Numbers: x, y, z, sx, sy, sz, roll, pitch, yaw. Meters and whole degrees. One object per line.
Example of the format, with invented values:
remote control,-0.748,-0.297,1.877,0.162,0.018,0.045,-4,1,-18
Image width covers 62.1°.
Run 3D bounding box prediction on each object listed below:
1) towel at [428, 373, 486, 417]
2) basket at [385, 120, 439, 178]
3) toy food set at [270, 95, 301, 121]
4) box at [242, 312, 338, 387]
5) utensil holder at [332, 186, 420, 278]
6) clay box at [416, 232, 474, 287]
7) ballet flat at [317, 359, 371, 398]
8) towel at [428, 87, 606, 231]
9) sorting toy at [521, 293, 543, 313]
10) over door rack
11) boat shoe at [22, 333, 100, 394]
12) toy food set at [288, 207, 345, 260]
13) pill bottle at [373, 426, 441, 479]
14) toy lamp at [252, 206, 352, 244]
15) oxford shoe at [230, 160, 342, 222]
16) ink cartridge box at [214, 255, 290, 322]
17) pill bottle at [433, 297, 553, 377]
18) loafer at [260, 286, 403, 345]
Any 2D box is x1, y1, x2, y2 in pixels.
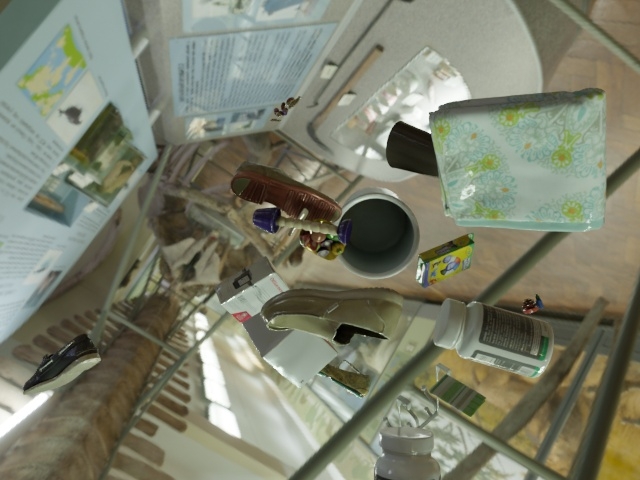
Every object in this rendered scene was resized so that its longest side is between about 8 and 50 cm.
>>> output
towel,0.439,0.499,1.705,0.152,0.113,0.023,28,127,33
basket,0.369,-0.304,1.873,0.227,0.154,0.204,25,162,29
toy food set,-0.127,-0.463,1.846,0.078,0.122,0.019,16,153,47
box,-0.131,0.268,1.714,0.215,0.168,0.345,50,177,-39
utensil holder,0.217,-0.047,2.144,0.328,0.327,0.385,32,-169,-2
clay box,0.430,0.065,1.782,0.127,0.222,0.053,84,159,-44
ballet flat,0.050,0.531,2.195,0.349,0.123,0.123,22,167,19
towel,0.450,-0.173,1.230,0.375,0.090,0.320,3,128,32
sorting toy,0.615,0.182,1.552,0.061,0.042,0.102,-18,177,21
over door rack,0.352,0.610,1.985,0.108,0.239,0.324,36,141,35
boat shoe,-0.539,0.258,1.097,0.075,0.206,0.065,12,-129,-65
toy food set,0.000,0.000,1.794,0.218,0.128,0.071,31,-161,-28
pill bottle,0.271,0.784,1.653,0.210,0.362,0.210,0,172,0
toy lamp,-0.055,-0.044,1.476,0.275,0.080,0.080,9,164,15
oxford shoe,-0.105,-0.179,1.840,0.397,0.146,0.140,22,131,-14
ink cartridge box,-0.164,0.121,1.302,0.063,0.150,0.109,59,180,40
pill bottle,0.594,0.331,1.848,0.361,0.204,0.204,16,169,2
loafer,0.014,0.141,0.952,0.269,0.092,0.102,-8,152,20
